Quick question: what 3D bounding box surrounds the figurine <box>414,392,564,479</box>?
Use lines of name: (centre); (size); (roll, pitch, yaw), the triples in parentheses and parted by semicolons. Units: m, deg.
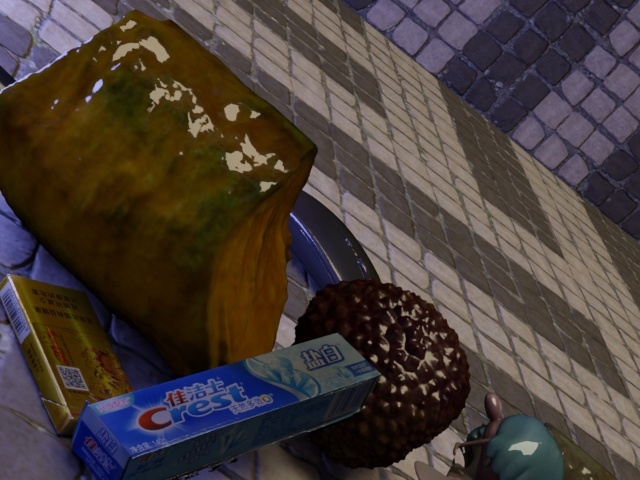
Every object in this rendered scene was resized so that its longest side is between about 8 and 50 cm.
figurine: (0.171, 0.284, 1.113); (0.205, 0.102, 0.260); (56, 37, -28)

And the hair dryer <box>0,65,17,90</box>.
hair dryer: (-0.342, -0.099, 1.072); (0.128, 0.070, 0.255); (42, 27, -5)

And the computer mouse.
computer mouse: (0.001, -0.001, 1.516); (0.232, 0.057, 0.120); (51, 22, 24)

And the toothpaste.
toothpaste: (-0.066, 0.135, 0.969); (0.272, 0.053, 0.066); (-12, 46, -45)

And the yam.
yam: (0.330, 0.319, 1.436); (0.259, 0.093, 0.093); (40, 20, -8)

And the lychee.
lychee: (0.052, 0.121, 1.164); (0.188, 0.188, 0.188); (37, 20, -16)

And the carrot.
carrot: (-0.122, -0.032, 1.076); (0.340, 0.241, 0.241); (43, 19, 5)

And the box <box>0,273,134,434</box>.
box: (-0.201, 0.096, 0.976); (0.089, 0.022, 0.156); (15, 33, -50)
